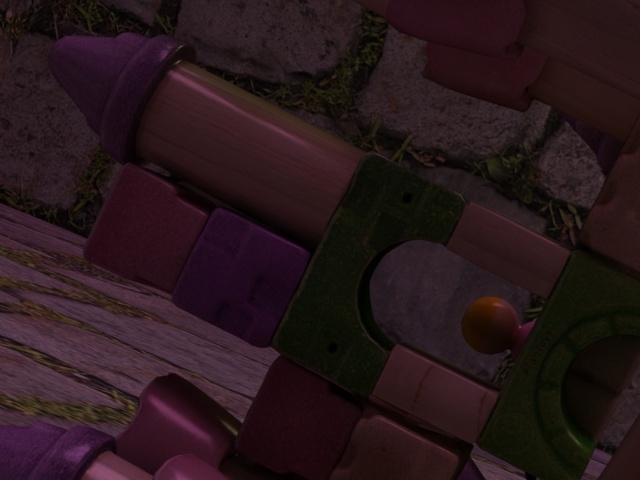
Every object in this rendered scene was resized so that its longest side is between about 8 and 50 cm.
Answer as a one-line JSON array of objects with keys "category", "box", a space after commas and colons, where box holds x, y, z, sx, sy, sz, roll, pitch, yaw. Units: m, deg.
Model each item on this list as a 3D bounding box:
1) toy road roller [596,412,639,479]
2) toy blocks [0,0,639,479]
[{"category": "toy road roller", "box": [0.297, 0.173, 0.789, 0.240, 0.202, 0.329, 37, -7, -26]}, {"category": "toy blocks", "box": [0.000, 0.000, 0.662, 0.260, 0.288, 0.309, 27, 4, 11]}]
